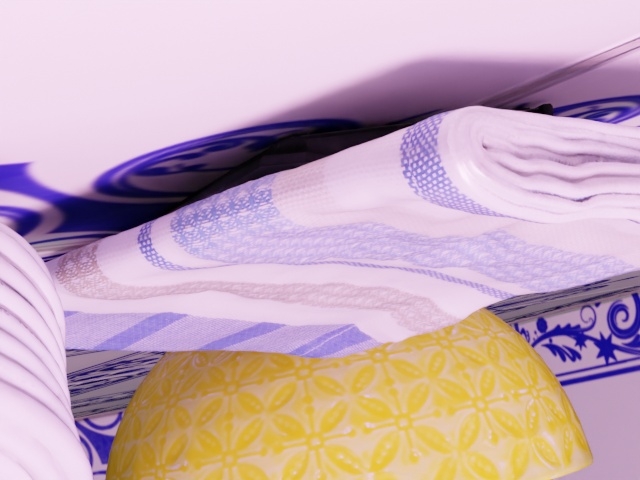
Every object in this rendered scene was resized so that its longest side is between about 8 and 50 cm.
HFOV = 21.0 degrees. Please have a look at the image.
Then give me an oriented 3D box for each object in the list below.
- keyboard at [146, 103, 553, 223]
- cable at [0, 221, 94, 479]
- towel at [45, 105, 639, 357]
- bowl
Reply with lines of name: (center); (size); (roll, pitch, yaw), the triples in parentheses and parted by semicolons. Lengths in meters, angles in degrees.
keyboard: (0.000, 0.000, 0.759); (0.201, 0.033, 0.317); (-9, 172, -29)
cable: (-0.193, 0.079, 0.501); (0.257, 0.089, 0.257); (-31, 149, 12)
towel: (0.020, 0.009, 0.652); (0.209, 0.034, 0.285); (4, 164, -44)
bowl: (0.002, 0.087, 1.018); (0.289, 0.156, 0.289); (-11, 174, -1)
